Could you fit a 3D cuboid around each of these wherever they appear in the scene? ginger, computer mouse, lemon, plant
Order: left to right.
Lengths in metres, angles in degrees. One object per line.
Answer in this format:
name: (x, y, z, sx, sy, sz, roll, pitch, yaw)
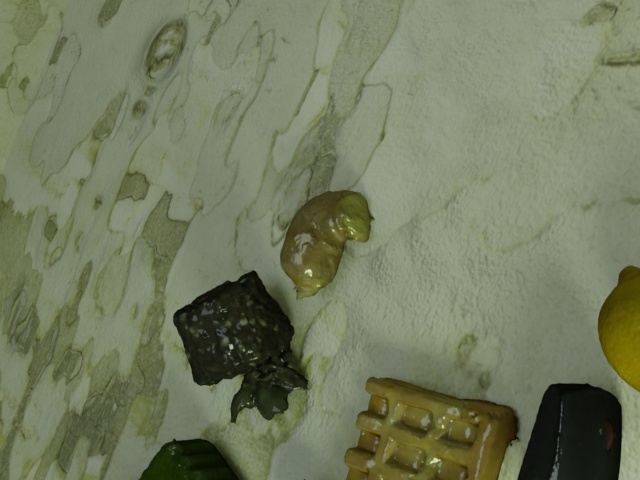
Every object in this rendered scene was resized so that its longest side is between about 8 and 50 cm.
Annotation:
plant: (-0.165, 0.243, 1.465, 0.215, 0.213, 0.312, -28, 96, 30)
ginger: (0.000, 0.000, 1.441, 0.152, 0.138, 0.267, 38, 97, 34)
computer mouse: (0.382, 0.350, 0.998, 0.100, 0.170, 0.269, 13, 85, 50)
lemon: (0.505, 0.140, 0.954, 0.187, 0.186, 0.244, -40, 52, 23)

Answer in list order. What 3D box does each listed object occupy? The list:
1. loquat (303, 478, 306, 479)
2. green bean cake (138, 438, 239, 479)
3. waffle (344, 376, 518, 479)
loquat: (-0.027, 0.547, 1.314, 0.137, 0.113, 0.137, -28, 46, 34)
green bean cake: (-0.293, 0.601, 1.482, 0.250, 0.156, 0.247, 44, 107, 38)
waffle: (0.171, 0.431, 1.189, 0.304, 0.077, 0.348, 7, 73, 42)
